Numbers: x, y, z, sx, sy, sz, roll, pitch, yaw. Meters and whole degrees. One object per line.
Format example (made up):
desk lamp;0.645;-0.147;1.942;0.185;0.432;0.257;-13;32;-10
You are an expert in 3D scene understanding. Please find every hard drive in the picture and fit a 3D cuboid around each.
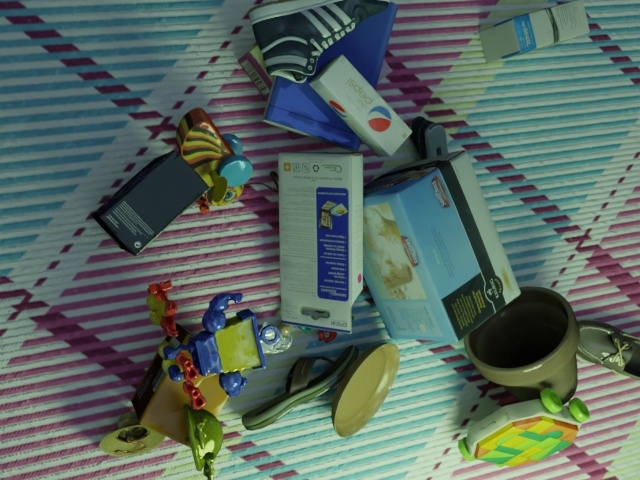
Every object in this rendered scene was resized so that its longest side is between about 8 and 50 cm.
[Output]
hard drive;0.022;-0.367;1.597;0.210;0.040;0.319;16;88;-19

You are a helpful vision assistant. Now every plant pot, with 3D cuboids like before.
plant pot;0.095;0.325;1.721;0.236;0.032;0.236;-36;141;-36
plant pot;0.499;0.277;1.835;0.263;0.263;0.229;-41;124;-13

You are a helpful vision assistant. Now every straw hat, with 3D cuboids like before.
straw hat;-0.388;0.385;1.594;0.144;0.144;0.061;-3;52;-19

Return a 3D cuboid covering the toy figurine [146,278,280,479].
toy figurine;-0.159;0.227;1.407;0.217;0.191;0.362;-16;98;-23

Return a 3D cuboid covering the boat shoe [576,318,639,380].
boat shoe;0.766;0.287;1.985;0.324;0.097;0.117;25;84;-19

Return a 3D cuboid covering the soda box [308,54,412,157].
soda box;0.082;-0.267;1.565;0.216;0.069;0.074;45;79;-17

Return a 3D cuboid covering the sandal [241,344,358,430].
sandal;-0.045;0.307;1.694;0.303;0.120;0.086;-29;88;-16

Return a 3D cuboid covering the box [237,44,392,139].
box;-0.013;-0.376;1.669;0.243;0.117;0.213;-40;104;-13

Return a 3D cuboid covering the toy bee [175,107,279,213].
toy bee;-0.209;-0.127;1.590;0.162;0.195;0.298;-38;117;11

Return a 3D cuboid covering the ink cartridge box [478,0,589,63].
ink cartridge box;0.503;-0.491;1.829;0.203;0.148;0.086;-18;97;-17

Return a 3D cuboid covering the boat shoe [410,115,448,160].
boat shoe;0.256;-0.200;1.805;0.065;0.083;0.183;-22;126;-17

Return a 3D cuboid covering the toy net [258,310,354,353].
toy net;-0.045;0.192;1.724;0.232;0.045;0.122;-31;104;-14

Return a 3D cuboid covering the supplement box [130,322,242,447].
supplement box;-0.272;0.288;1.565;0.129;0.194;0.191;31;82;-18

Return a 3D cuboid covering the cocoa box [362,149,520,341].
cocoa box;0.230;0.018;1.688;0.228;0.231;0.347;-31;103;-32

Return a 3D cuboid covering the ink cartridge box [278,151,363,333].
ink cartridge box;0.000;0.000;1.627;0.069;0.175;0.371;-13;105;-60

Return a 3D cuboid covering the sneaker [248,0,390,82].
sneaker;0.011;-0.398;1.515;0.282;0.099;0.153;-13;92;-11

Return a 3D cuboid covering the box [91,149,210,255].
box;-0.333;-0.073;1.492;0.184;0.261;0.103;-42;105;-14

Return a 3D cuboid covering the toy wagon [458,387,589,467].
toy wagon;0.502;0.456;1.827;0.344;0.068;0.267;23;129;-37
